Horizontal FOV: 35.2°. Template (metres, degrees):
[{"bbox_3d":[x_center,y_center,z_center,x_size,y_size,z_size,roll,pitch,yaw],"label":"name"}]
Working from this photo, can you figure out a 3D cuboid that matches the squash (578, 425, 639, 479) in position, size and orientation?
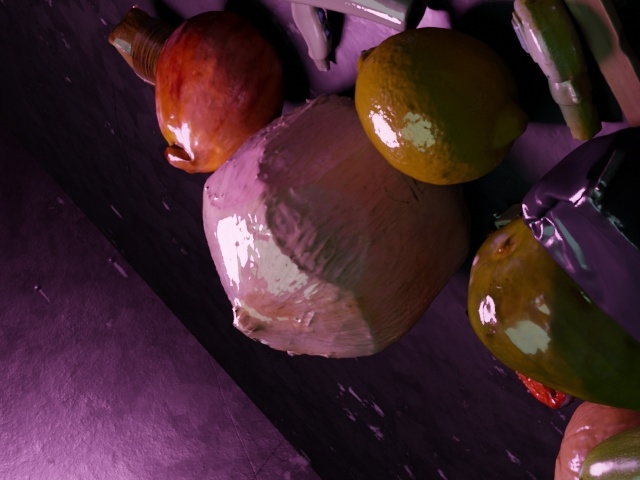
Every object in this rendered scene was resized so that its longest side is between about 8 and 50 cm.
[{"bbox_3d":[0.477,0.254,1.171,0.395,0.107,0.107,-13,118,36],"label":"squash"}]

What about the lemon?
[{"bbox_3d":[0.135,-0.164,1.215,0.248,0.184,0.184,30,151,35],"label":"lemon"}]

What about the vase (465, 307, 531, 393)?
[{"bbox_3d":[0.302,0.164,1.601,0.167,0.059,0.059,52,159,-7],"label":"vase"}]

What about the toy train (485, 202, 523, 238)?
[{"bbox_3d":[0.288,0.013,1.386,0.138,0.050,0.087,55,155,-14],"label":"toy train"}]

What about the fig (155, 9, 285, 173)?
[{"bbox_3d":[-0.168,-0.241,1.656,0.224,0.224,0.263,15,103,57],"label":"fig"}]

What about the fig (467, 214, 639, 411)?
[{"bbox_3d":[0.340,0.084,1.241,0.314,0.233,0.233,17,158,-5],"label":"fig"}]

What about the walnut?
[{"bbox_3d":[0.437,0.318,1.384,0.228,0.228,0.228,42,158,21],"label":"walnut"}]

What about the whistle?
[{"bbox_3d":[0.255,-0.183,1.083,0.198,0.057,0.104,57,-167,-41],"label":"whistle"}]

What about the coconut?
[{"bbox_3d":[0.000,0.000,1.511,0.404,0.404,0.405,42,158,21],"label":"coconut"}]

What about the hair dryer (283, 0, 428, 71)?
[{"bbox_3d":[0.032,-0.309,1.339,0.296,0.119,0.298,24,163,43],"label":"hair dryer"}]

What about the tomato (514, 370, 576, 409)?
[{"bbox_3d":[0.341,0.164,1.484,0.166,0.082,0.174,56,163,-4],"label":"tomato"}]

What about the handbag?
[{"bbox_3d":[0.370,0.001,1.005,0.302,0.178,0.275,43,171,5],"label":"handbag"}]

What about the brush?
[{"bbox_3d":[0.291,-0.212,1.010,0.054,0.048,0.282,22,153,56],"label":"brush"}]

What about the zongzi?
[{"bbox_3d":[-0.254,-0.307,1.910,0.247,0.111,0.241,35,173,21],"label":"zongzi"}]
